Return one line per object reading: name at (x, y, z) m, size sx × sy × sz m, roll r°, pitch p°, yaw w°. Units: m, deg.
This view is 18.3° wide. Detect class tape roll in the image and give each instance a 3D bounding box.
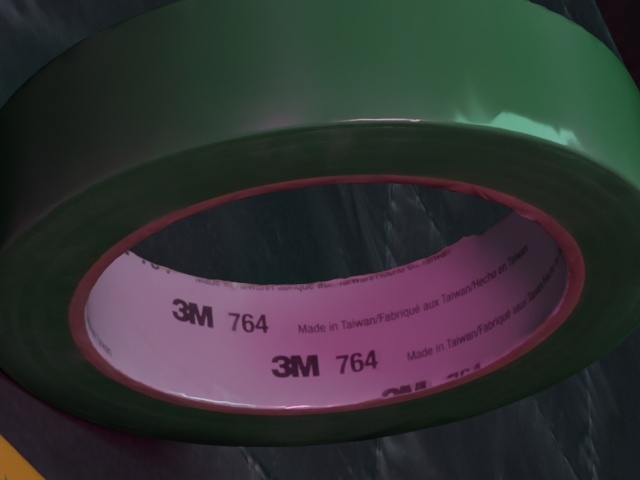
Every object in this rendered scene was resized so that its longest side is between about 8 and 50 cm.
tape roll at (0.000, 0.000, 0.932) m, size 0.321 × 0.321 × 0.077 m, roll 43°, pitch 34°, yaw -55°

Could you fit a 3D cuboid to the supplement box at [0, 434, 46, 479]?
supplement box at (-0.181, 0.079, 0.739) m, size 0.233 × 0.080 × 0.078 m, roll 56°, pitch 27°, yaw -45°
